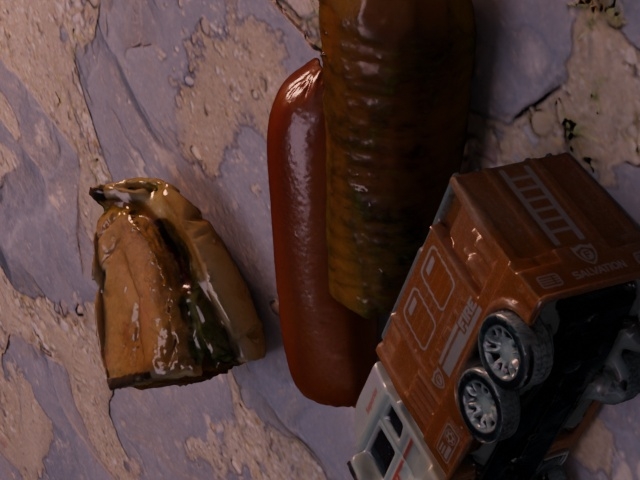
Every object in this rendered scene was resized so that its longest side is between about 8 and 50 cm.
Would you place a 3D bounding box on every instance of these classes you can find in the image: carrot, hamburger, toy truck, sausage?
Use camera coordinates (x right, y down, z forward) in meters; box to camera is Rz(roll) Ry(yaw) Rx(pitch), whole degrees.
[{"bbox_3d":[0.055,-0.086,1.214,0.114,0.114,0.302,34,136,43],"label":"carrot"},{"bbox_3d":[-0.129,0.033,1.571,0.155,0.135,0.208,-22,75,42],"label":"hamburger"},{"bbox_3d":[0.121,0.087,1.195,0.162,0.136,0.305,56,144,32],"label":"toy truck"},{"bbox_3d":[0.000,0.000,1.360,0.089,0.083,0.300,-83,-12,-68],"label":"sausage"}]
